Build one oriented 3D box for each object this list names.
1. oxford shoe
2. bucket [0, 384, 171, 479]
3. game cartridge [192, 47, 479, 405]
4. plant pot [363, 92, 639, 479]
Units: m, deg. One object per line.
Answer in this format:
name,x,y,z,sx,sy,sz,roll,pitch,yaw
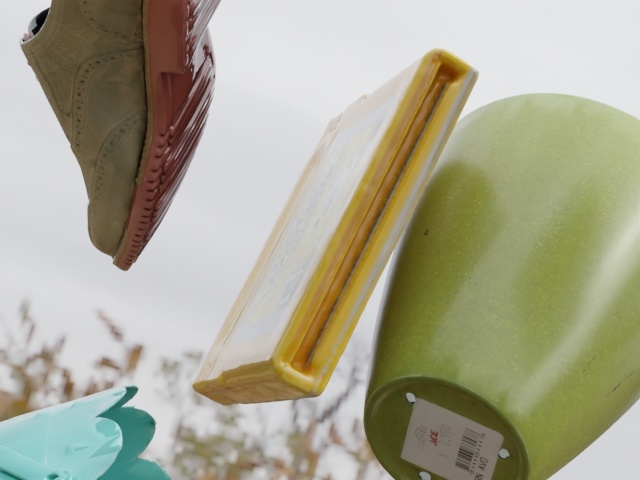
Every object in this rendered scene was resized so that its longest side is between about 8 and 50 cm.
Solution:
oxford shoe,-0.149,-0.120,1.267,0.130,0.123,0.348,19,-45,5
bucket,-0.181,0.236,1.105,0.183,0.281,0.281,-11,-12,0
game cartridge,0.000,0.000,1.449,0.053,0.285,0.324,30,-14,-12
plant pot,0.156,0.071,1.416,0.275,0.293,0.274,16,-50,19
